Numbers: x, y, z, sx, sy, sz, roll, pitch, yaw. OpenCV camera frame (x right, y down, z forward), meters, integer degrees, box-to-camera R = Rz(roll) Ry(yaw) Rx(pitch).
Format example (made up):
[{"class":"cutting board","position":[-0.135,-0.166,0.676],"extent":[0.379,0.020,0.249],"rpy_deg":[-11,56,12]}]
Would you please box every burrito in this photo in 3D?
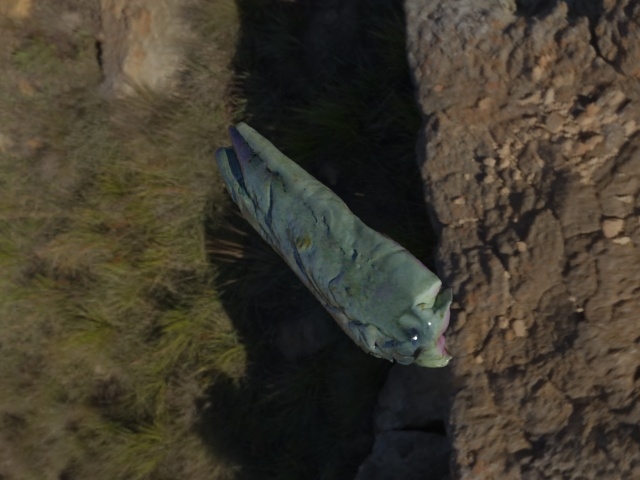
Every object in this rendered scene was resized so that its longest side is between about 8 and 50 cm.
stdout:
[{"class":"burrito","position":[-0.001,-0.002,0.612],"extent":[0.309,0.066,0.096],"rpy_deg":[44,143,35]}]
